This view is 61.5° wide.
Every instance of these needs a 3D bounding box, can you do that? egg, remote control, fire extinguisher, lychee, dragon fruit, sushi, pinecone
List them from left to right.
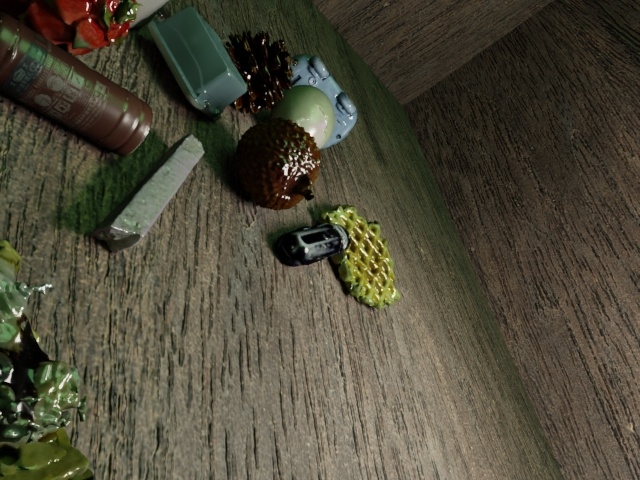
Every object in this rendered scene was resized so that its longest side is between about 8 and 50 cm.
[{"bbox_3d":[-0.296,0.124,0.519,0.139,0.131,0.291,7,46,-59],"label":"sushi"},{"bbox_3d":[-0.401,-0.257,0.775,0.344,0.138,0.102,32,15,-47],"label":"fire extinguisher"},{"bbox_3d":[-0.408,-0.385,0.828,0.192,0.274,0.193,102,-5,-81],"label":"dragon fruit"},{"bbox_3d":[-0.165,-0.444,1.397,0.221,0.221,0.221,44,27,-29],"label":"pinecone"},{"bbox_3d":[-0.089,-0.164,1.193,0.238,0.200,0.200,43,15,27],"label":"lychee"},{"bbox_3d":[-0.055,-0.329,1.500,0.183,0.183,0.217,48,40,-20],"label":"egg"},{"bbox_3d":[0.000,0.000,1.269,0.266,0.066,0.090,-16,78,-54],"label":"remote control"}]

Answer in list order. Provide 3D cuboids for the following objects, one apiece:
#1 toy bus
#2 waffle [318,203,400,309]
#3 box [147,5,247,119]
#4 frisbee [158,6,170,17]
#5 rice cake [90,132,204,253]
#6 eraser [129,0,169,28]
[{"bbox_3d":[-0.024,-0.445,1.706,0.294,0.197,0.232,48,14,-17],"label":"toy bus"},{"bbox_3d":[0.112,0.046,1.490,0.297,0.073,0.317,8,60,-54],"label":"waffle"},{"bbox_3d":[-0.274,-0.397,1.210,0.227,0.130,0.162,59,8,7],"label":"box"},{"bbox_3d":[-0.456,-0.648,1.318,0.211,0.012,0.187,32,33,-45],"label":"frisbee"},{"bbox_3d":[-0.271,-0.090,0.901,0.056,0.073,0.365,51,24,-22],"label":"rice cake"},{"bbox_3d":[-0.431,-0.552,1.074,0.331,0.150,0.331,45,25,-29],"label":"eraser"}]
